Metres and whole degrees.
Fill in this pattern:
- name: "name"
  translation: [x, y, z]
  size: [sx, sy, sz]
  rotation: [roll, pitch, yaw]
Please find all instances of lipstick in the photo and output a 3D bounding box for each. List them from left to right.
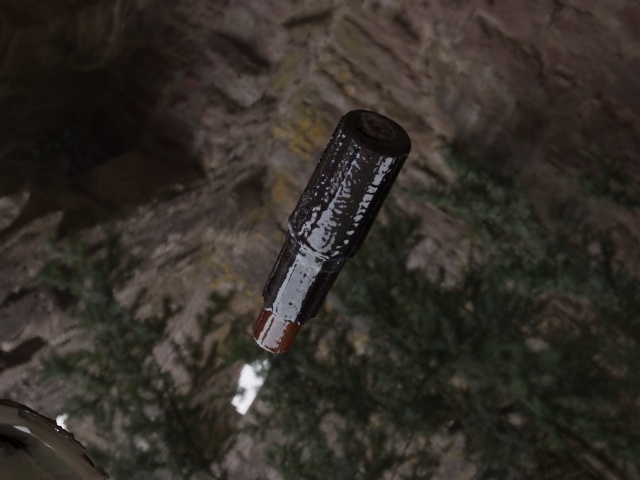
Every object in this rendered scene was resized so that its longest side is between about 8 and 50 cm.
- name: "lipstick"
  translation: [0.000, 0.000, 1.077]
  size: [0.081, 0.300, 0.081]
  rotation: [19, -145, -14]

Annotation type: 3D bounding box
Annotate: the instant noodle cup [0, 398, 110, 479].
- name: "instant noodle cup"
  translation: [-0.170, 0.150, 0.364]
  size: [0.213, 0.174, 0.213]
  rotation: [31, -130, -46]
